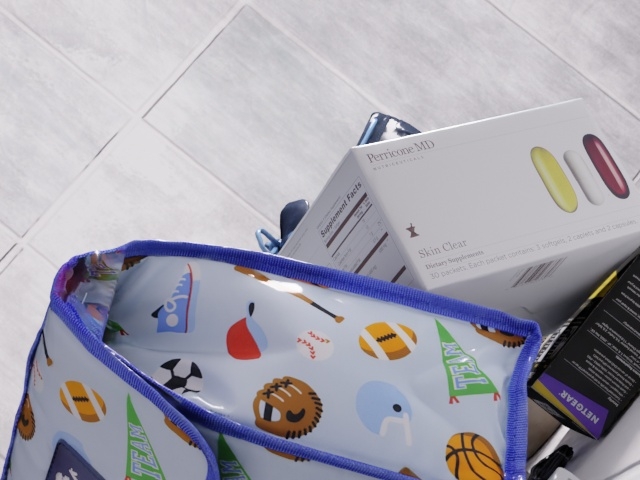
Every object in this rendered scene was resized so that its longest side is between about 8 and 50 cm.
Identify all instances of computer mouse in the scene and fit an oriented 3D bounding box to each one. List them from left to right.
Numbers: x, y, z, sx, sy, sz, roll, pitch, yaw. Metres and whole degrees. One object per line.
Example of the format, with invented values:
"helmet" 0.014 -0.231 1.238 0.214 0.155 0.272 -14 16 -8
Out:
"computer mouse" 0.186 0.234 1.570 0.071 0.041 0.242 -44 -7 27

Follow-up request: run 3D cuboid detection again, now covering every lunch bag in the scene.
"lunch bag" -0.059 0.185 1.436 0.239 0.386 0.327 -77 7 -46

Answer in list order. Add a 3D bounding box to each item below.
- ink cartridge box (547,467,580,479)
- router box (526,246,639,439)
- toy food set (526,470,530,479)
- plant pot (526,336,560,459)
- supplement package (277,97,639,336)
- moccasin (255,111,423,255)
"ink cartridge box" 0.128 0.269 1.352 0.179 0.045 0.145 -51 -4 32
"router box" 0.297 0.070 1.718 0.243 0.081 0.309 -51 -4 -1
"toy food set" 0.080 0.360 1.797 0.306 0.092 0.219 -40 -9 -24
"plant pot" 0.173 0.104 2.050 0.323 0.280 0.323 -50 -4 -4
"supplement package" 0.124 0.006 1.579 0.262 0.145 0.204 -15 -24 -32
"moccasin" 0.000 0.000 2.013 0.342 0.117 0.137 -50 -4 -22
